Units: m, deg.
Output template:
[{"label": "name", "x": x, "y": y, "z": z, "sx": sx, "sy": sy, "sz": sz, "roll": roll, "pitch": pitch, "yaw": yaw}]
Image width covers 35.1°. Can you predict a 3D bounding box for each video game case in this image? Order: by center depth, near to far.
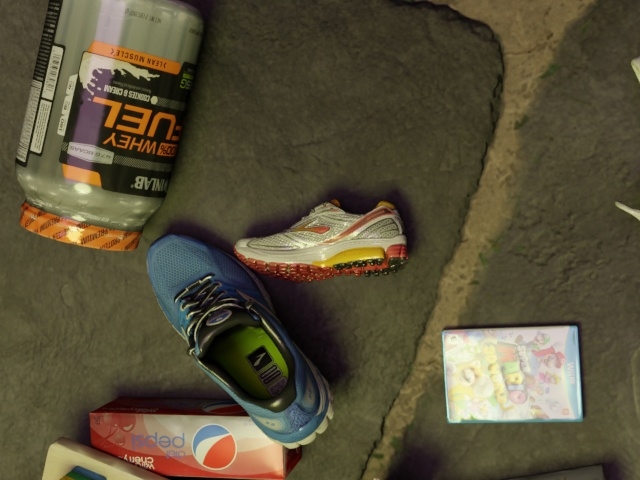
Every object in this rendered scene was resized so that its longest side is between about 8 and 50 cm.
[{"label": "video game case", "x": 0.237, "y": 0.166, "z": 1.254, "sx": 0.166, "sy": 0.015, "sz": 0.119, "roll": -3, "pitch": 92, "yaw": 14}]

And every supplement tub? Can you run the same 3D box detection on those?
[{"label": "supplement tub", "x": -0.269, "y": -0.157, "z": 1.268, "sx": 0.193, "sy": 0.193, "sz": 0.316, "roll": 15, "pitch": 97, "yaw": 12}]

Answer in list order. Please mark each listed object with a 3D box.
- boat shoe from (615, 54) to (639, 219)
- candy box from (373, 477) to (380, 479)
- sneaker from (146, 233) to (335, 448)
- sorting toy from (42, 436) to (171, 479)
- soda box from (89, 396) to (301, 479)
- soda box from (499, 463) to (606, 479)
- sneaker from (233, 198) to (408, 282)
[{"label": "boat shoe", "x": 0.414, "y": -0.044, "z": 1.138, "sx": 0.156, "sy": 0.136, "sz": 0.367, "roll": -12, "pitch": 87, "yaw": 14}, {"label": "candy box", "x": 0.035, "y": 0.411, "z": 1.197, "sx": 0.071, "sy": 0.159, "sz": 0.233, "roll": 28, "pitch": 69, "yaw": 10}, {"label": "sneaker", "x": -0.109, "y": 0.098, "z": 1.232, "sx": 0.130, "sy": 0.147, "sz": 0.330, "roll": -41, "pitch": 62, "yaw": -8}, {"label": "sorting toy", "x": -0.263, "y": 0.419, "z": 1.276, "sx": 0.257, "sy": 0.089, "sz": 0.255, "roll": 19, "pitch": 107, "yaw": 11}, {"label": "soda box", "x": -0.162, "y": 0.256, "z": 1.317, "sx": 0.263, "sy": 0.092, "sz": 0.083, "roll": -1, "pitch": 95, "yaw": 14}, {"label": "soda box", "x": 0.243, "y": 0.330, "z": 1.231, "sx": 0.216, "sy": 0.074, "sz": 0.069, "roll": -13, "pitch": 90, "yaw": 14}, {"label": "sneaker", "x": 0.000, "y": 0.000, "z": 1.278, "sx": 0.225, "sy": 0.088, "sz": 0.093, "roll": -5, "pitch": 72, "yaw": 14}]
